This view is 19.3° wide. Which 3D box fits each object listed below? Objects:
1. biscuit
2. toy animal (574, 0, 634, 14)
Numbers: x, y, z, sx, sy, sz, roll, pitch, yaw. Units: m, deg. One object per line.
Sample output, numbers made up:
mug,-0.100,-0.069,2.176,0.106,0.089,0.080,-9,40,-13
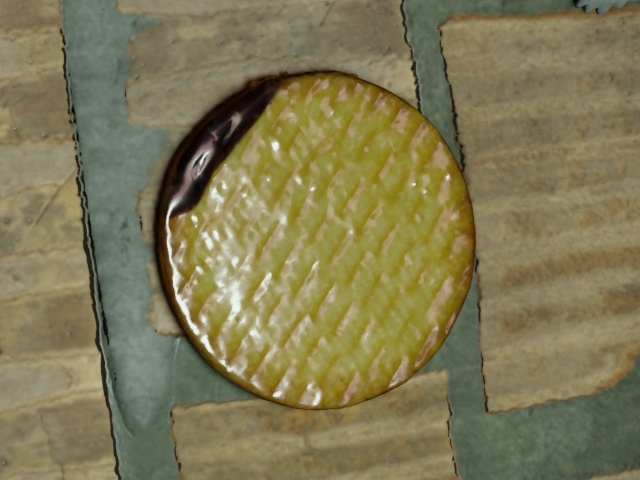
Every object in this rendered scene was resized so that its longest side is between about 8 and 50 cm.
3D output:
biscuit,0.000,0.000,1.746,0.318,0.040,0.317,1,88,-21
toy animal,0.437,-0.289,1.805,0.284,0.302,0.225,29,74,-13
